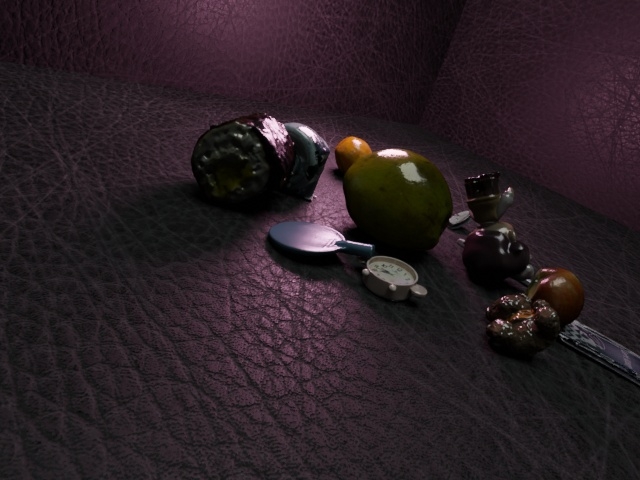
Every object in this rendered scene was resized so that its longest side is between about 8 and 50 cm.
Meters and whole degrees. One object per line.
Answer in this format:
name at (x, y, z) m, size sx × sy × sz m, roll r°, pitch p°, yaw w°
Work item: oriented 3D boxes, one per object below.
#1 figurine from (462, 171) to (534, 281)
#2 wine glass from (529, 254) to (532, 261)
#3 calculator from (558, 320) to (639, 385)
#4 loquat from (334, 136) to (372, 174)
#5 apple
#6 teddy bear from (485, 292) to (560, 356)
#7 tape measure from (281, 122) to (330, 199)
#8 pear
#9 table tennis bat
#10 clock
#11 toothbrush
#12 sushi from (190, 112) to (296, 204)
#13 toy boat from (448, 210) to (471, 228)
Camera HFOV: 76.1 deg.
figurine at (0.583, -0.039, 1.397) m, size 0.218 × 0.364 × 0.206 m, roll -7°, pitch -8°, yaw 36°
wine glass at (0.724, 0.039, 1.607) m, size 0.198 × 0.066 × 0.066 m, roll 25°, pitch 28°, yaw 15°
calculator at (0.826, 0.320, 1.181) m, size 0.274 × 0.028 × 0.166 m, roll 32°, pitch 27°, yaw 23°
loquat at (0.157, -0.406, 1.973) m, size 0.176 × 0.187 × 0.234 m, roll -5°, pitch 24°, yaw -16°
apple at (0.682, 0.166, 1.205) m, size 0.160 × 0.173 × 0.195 m, roll 9°, pitch 17°, yaw 21°
teddy bear at (0.529, 0.217, 1.094) m, size 0.140 × 0.177 × 0.190 m, roll 57°, pitch 15°, yaw -25°
tape measure at (-0.104, -0.320, 1.585) m, size 0.275 × 0.256 × 0.147 m, roll 29°, pitch 25°, yaw 13°
pear at (0.273, -0.151, 1.429) m, size 0.413 × 0.351 × 0.352 m, roll 42°, pitch 35°, yaw 23°
table tennis bat at (0.000, 0.000, 1.236) m, size 0.329 × 0.044 × 0.215 m, roll 13°, pitch 24°, yaw 17°
clock at (0.197, 0.110, 1.173) m, size 0.229 × 0.063 × 0.156 m, roll 28°, pitch 31°, yaw 29°
toothbrush at (0.656, 0.086, 1.523) m, size 0.030 × 0.025 × 0.342 m, roll -7°, pitch 35°, yaw -43°
sushi at (-0.244, -0.281, 1.392) m, size 0.300 × 0.281 × 0.294 m, roll 0°, pitch 21°, yaw 11°
toy boat at (0.604, -0.084, 1.772) m, size 0.140 × 0.066 × 0.059 m, roll -28°, pitch 56°, yaw -17°
